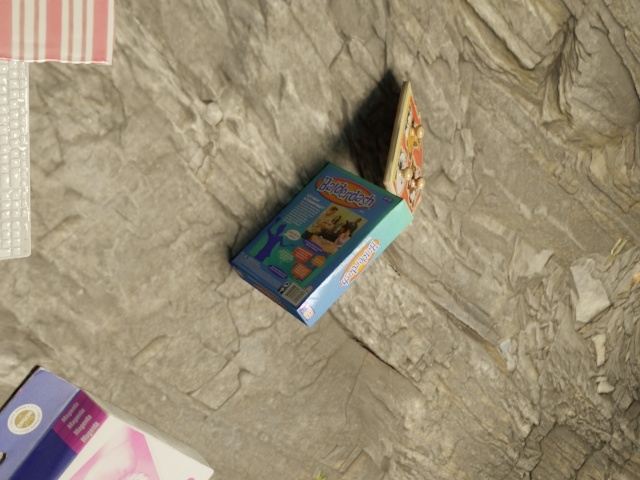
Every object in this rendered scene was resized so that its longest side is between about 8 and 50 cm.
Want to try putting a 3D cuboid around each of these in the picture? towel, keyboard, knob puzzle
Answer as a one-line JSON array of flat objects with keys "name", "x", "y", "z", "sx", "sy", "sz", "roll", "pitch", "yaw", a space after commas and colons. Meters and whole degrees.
[{"name": "towel", "x": -0.300, "y": -0.254, "z": 0.885, "sx": 0.197, "sy": 0.029, "sz": 0.144, "roll": -6, "pitch": 107, "yaw": -40}, {"name": "keyboard", "x": -0.351, "y": -0.095, "z": 0.941, "sx": 0.072, "sy": 0.014, "sz": 0.256, "roll": -11, "pitch": 119, "yaw": -37}, {"name": "knob puzzle", "x": 0.139, "y": -0.110, "z": 1.292, "sx": 0.213, "sy": 0.030, "sz": 0.213, "roll": 4, "pitch": 90, "yaw": -72}]

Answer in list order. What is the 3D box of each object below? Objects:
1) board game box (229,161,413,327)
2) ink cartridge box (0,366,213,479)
[{"name": "board game box", "x": 0.000, "y": 0.000, "z": 1.199, "sx": 0.210, "sy": 0.160, "sz": 0.047, "roll": -46, "pitch": 135, "yaw": -13}, {"name": "ink cartridge box", "x": -0.347, "y": 0.371, "z": 1.157, "sx": 0.324, "sy": 0.071, "sz": 0.330, "roll": -52, "pitch": 137, "yaw": -6}]
